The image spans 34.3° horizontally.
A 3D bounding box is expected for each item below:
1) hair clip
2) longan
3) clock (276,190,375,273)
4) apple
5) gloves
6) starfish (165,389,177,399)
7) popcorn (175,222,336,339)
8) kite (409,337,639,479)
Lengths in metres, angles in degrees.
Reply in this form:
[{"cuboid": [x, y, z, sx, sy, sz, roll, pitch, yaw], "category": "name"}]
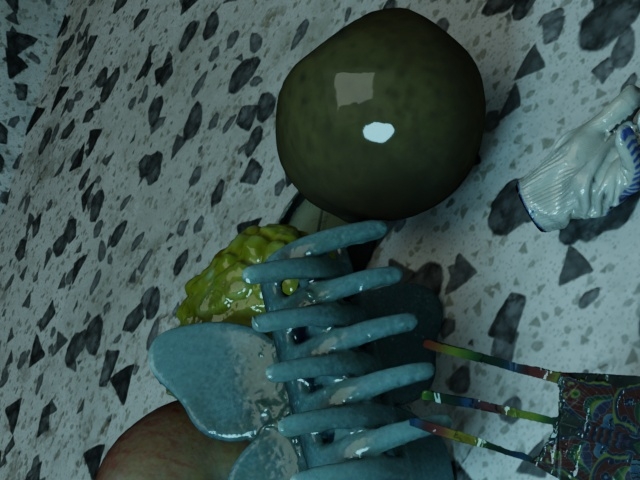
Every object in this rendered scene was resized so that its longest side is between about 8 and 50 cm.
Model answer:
[{"cuboid": [0.011, 0.166, 1.199, 0.238, 0.392, 0.318, 102, 156, -60], "category": "hair clip"}, {"cuboid": [0.079, -0.168, 1.434, 0.350, 0.288, 0.288, -11, 60, 57], "category": "longan"}, {"cuboid": [0.000, 0.000, 1.628, 0.226, 0.049, 0.226, -31, 48, 41], "category": "clock"}, {"cuboid": [-0.138, 0.363, 1.343, 0.269, 0.344, 0.345, -28, 48, 47], "category": "apple"}, {"cuboid": [0.328, -0.097, 1.198, 0.229, 0.097, 0.119, -43, 50, 33], "category": "gloves"}, {"cuboid": [-0.219, 0.273, 1.743, 0.176, 0.053, 0.208, 24, 92, 52], "category": "starfish"}, {"cuboid": [-0.079, 0.111, 1.477, 0.258, 0.224, 0.270, -2, 94, 32], "category": "popcorn"}, {"cuboid": [0.229, 0.178, 1.039, 0.015, 0.285, 0.152, -32, -43, -81], "category": "kite"}]
